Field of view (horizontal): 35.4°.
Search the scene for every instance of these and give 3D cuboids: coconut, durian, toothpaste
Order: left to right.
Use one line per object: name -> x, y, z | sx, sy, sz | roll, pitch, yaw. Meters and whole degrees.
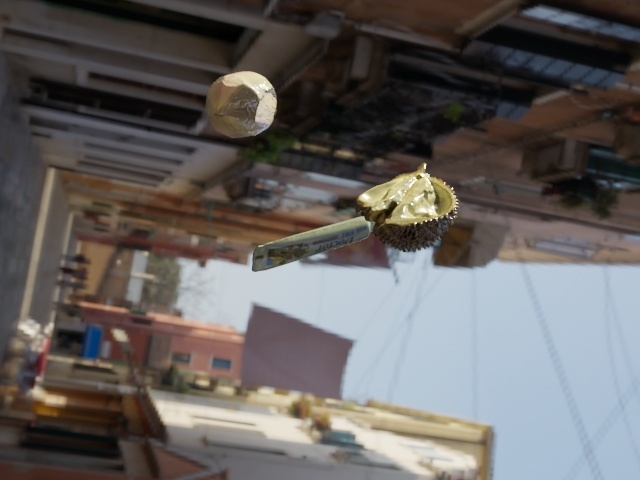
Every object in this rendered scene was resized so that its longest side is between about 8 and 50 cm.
coconut -> -0.131, -0.219, 1.632 | 0.124, 0.110, 0.110 | -39, 153, -53
toothpaste -> 0.000, 0.000, 1.717 | 0.037, 0.256, 0.067 | 57, -29, 33
durian -> 0.096, -0.031, 1.100 | 0.140, 0.111, 0.071 | -60, 161, -50
